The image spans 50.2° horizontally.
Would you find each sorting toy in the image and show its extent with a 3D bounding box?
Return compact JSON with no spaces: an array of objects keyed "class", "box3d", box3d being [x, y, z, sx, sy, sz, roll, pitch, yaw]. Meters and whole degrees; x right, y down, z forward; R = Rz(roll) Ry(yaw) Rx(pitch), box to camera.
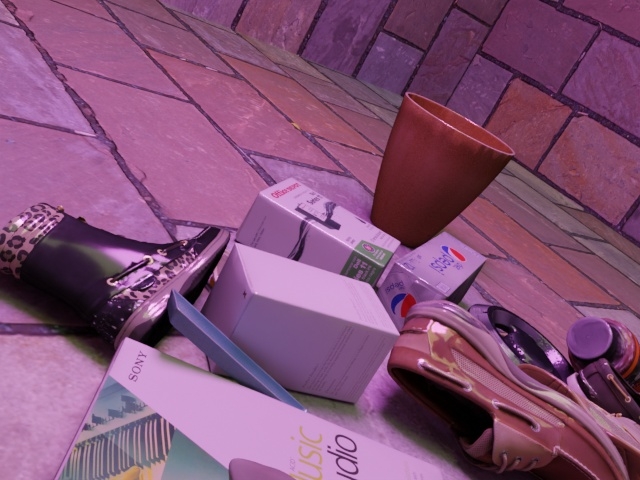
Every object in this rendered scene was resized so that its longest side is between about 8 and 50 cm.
[{"class":"sorting toy","box3d":[-0.090,0.052,0.854,0.083,0.044,0.075,38,15,25]}]

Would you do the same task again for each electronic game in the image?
[{"class":"electronic game","box3d":[0.318,0.183,1.058,0.229,0.048,0.229,33,21,-15]}]

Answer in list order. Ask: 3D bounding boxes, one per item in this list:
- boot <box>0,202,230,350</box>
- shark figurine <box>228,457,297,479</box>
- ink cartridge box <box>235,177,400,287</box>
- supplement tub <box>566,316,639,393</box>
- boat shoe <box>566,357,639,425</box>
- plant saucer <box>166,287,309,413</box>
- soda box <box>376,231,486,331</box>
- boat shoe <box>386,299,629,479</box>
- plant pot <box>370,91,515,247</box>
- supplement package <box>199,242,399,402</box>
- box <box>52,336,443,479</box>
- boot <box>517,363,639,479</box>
[{"class":"boot","box3d":[-0.207,0.010,0.719,0.179,0.085,0.236,31,28,0]},{"class":"shark figurine","box3d":[0.085,0.212,0.447,0.278,0.116,0.166,19,25,-22]},{"class":"ink cartridge box","box3d":[0.000,0.000,1.022,0.208,0.086,0.153,31,20,7]},{"class":"supplement tub","box3d":[0.462,0.189,1.084,0.198,0.106,0.106,35,13,-39]},{"class":"boat shoe","box3d":[0.464,0.257,0.998,0.228,0.068,0.081,37,26,-13]},{"class":"plant saucer","box3d":[-0.071,0.120,0.635,0.192,0.018,0.067,45,-3,-19]},{"class":"soda box","box3d":[0.174,0.069,1.071,0.091,0.098,0.286,34,21,16]},{"class":"boat shoe","box3d":[0.205,0.213,0.785,0.324,0.123,0.116,40,55,5]},{"class":"plant pot","box3d":[0.207,-0.123,1.341,0.237,0.254,0.237,26,21,-11]},{"class":"supplement package","box3d":[-0.026,0.092,0.748,0.179,0.105,0.105,19,23,-27]},{"class":"box","box3d":[-0.038,0.212,0.518,0.322,0.058,0.232,24,21,-11]},{"class":"boot","box3d":[0.354,0.246,0.904,0.213,0.077,0.165,40,13,32]}]
